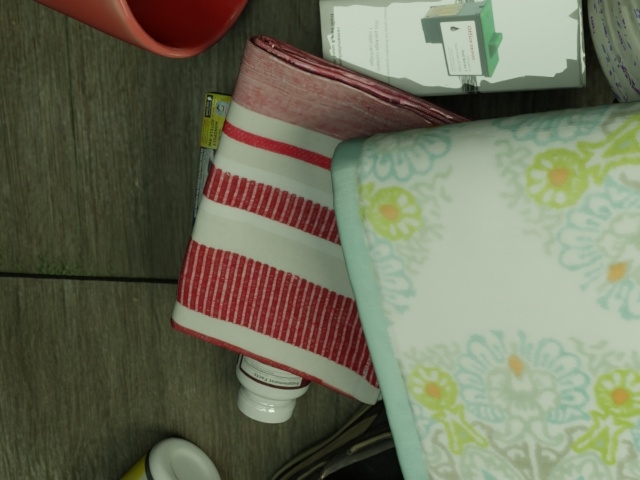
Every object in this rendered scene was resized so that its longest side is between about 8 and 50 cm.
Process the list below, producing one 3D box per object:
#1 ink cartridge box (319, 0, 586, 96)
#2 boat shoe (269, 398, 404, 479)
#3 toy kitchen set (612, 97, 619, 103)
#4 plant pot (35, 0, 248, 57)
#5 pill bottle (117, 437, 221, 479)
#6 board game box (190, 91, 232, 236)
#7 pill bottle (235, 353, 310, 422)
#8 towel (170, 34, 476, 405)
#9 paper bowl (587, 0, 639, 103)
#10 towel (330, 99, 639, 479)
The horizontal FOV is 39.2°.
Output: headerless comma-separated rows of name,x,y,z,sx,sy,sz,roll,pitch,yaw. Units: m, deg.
ink cartridge box,0.125,-0.182,0.814,0.219,0.160,0.092,-1,104,14
boat shoe,0.014,0.291,0.985,0.132,0.130,0.355,38,110,2
toy kitchen set,0.190,-0.061,0.796,0.166,0.122,0.207,22,148,9
plant pot,-0.208,-0.321,0.822,0.243,0.275,0.275,17,108,20
pill bottle,-0.209,0.326,1.066,0.103,0.103,0.184,44,110,0
board game box,-0.032,-0.047,0.944,0.194,0.060,0.194,12,107,10
pill bottle,-0.044,0.117,0.977,0.086,0.086,0.152,19,109,9
towel,0.000,0.000,0.829,0.237,0.037,0.329,22,123,0
paper bowl,0.361,-0.178,0.680,0.284,0.284,0.148,45,154,-1
towel,0.194,0.079,0.708,0.320,0.090,0.374,-5,113,27
